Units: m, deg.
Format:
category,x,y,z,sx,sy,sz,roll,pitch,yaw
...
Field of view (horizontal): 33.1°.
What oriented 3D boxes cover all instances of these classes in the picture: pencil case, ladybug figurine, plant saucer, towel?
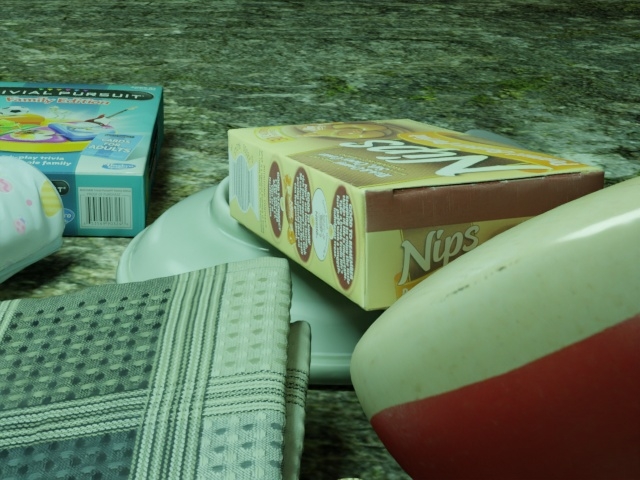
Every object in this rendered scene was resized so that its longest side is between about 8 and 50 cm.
category,x,y,z,sx,sy,sz,roll,pitch,yaw
pencil case,-0.341,0.014,0.974,0.124,0.113,0.273,19,27,9
ladybug figurine,0.183,0.082,0.628,0.305,0.161,0.449,-7,-17,-14
plant saucer,0.000,0.000,1.064,0.401,0.100,0.400,2,25,-1
towel,-0.163,0.129,0.727,0.312,0.056,0.324,-9,30,6

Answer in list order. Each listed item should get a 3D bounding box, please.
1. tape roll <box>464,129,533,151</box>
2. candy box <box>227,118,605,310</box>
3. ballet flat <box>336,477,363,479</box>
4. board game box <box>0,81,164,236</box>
category,x,y,z,sx,sy,sz,roll,pitch,yaw
tape roll,0.208,-0.014,1.041,0.219,0.072,0.219,29,24,-14
candy box,0.056,-0.035,0.853,0.183,0.087,0.316,-6,15,-20
ballet flat,-0.012,0.203,0.627,0.073,0.067,0.206,39,28,-4
board game box,-0.325,-0.108,1.289,0.254,0.079,0.336,1,24,-5
